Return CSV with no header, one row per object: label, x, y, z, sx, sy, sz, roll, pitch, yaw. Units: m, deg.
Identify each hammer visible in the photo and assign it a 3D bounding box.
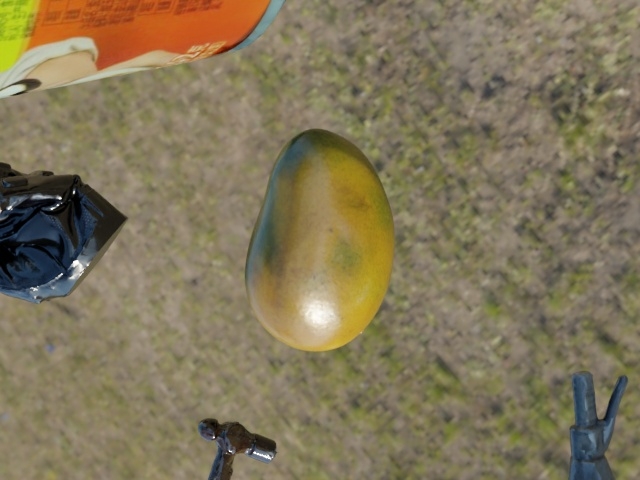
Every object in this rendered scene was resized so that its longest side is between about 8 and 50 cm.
hammer,-0.083,0.224,0.944,0.065,0.178,0.021,20,168,-22

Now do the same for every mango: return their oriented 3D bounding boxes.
mango,0.004,0.002,0.914,0.089,0.111,0.163,37,114,51

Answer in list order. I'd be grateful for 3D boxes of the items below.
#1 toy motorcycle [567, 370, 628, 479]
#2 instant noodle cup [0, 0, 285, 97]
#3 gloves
toy motorcycle,0.070,0.173,0.433,0.091,0.157,0.263,25,112,-5
instant noodle cup,-0.171,-0.165,0.434,0.294,0.308,0.293,16,112,45
gloves,-0.326,-0.024,1.294,0.203,0.124,0.164,37,106,-4
